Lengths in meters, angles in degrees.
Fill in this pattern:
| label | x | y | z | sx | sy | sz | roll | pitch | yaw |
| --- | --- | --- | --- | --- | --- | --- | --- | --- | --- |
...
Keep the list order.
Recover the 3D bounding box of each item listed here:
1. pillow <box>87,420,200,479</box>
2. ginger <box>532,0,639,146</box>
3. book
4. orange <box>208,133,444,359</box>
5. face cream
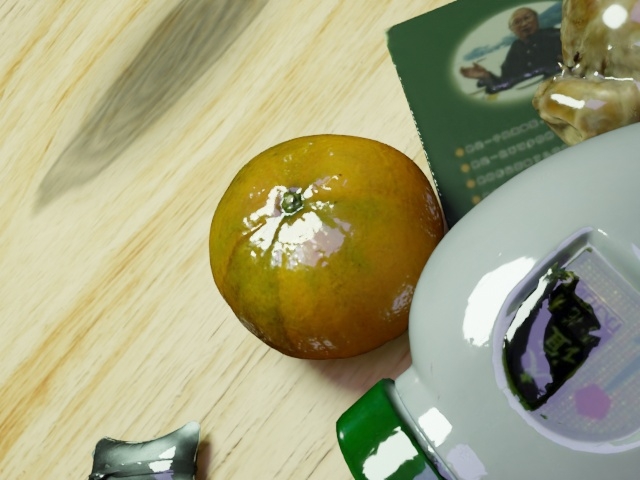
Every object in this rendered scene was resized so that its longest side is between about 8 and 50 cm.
| label | x | y | z | sx | sy | sz | roll | pitch | yaw |
| --- | --- | --- | --- | --- | --- | --- | --- | --- | --- |
| pillow | -0.181 | 0.238 | 0.834 | 0.135 | 0.055 | 0.091 | -13 | 28 | 17 |
| ginger | 0.344 | -0.207 | 0.708 | 0.375 | 0.176 | 0.256 | -32 | 69 | -2 |
| book | 0.227 | -0.121 | 0.826 | 0.260 | 0.043 | 0.371 | -20 | 59 | 13 |
| orange | 0.000 | 0.000 | 0.793 | 0.240 | 0.171 | 0.240 | -12 | 60 | 22 |
| face cream | 0.208 | 0.097 | 0.607 | 0.357 | 0.219 | 0.312 | -43 | 64 | 5 |
